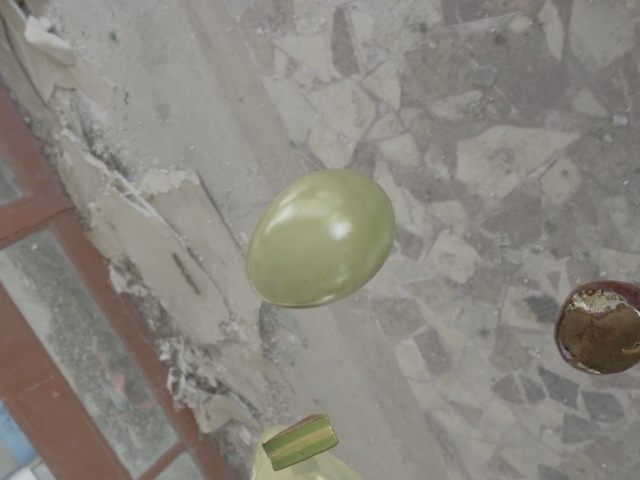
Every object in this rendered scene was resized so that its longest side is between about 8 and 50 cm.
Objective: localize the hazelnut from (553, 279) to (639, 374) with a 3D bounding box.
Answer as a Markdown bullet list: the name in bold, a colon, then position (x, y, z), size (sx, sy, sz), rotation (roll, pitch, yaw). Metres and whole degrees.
- **hazelnut**: position (0.643, 0.189, 1.321), size (0.233, 0.218, 0.218), rotation (-38, 90, 17)

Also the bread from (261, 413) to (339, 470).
- **bread**: position (-0.044, 0.439, 1.245), size (0.074, 0.139, 0.084), rotation (66, 153, 5)

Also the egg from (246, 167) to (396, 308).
- **egg**: position (0.000, 0.000, 0.865), size (0.188, 0.253, 0.189), rotation (44, 160, 20)

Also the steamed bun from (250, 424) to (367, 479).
- **steamed bun**: position (-0.044, 0.626, 1.423), size (0.333, 0.233, 0.312), rotation (20, 159, 33)
